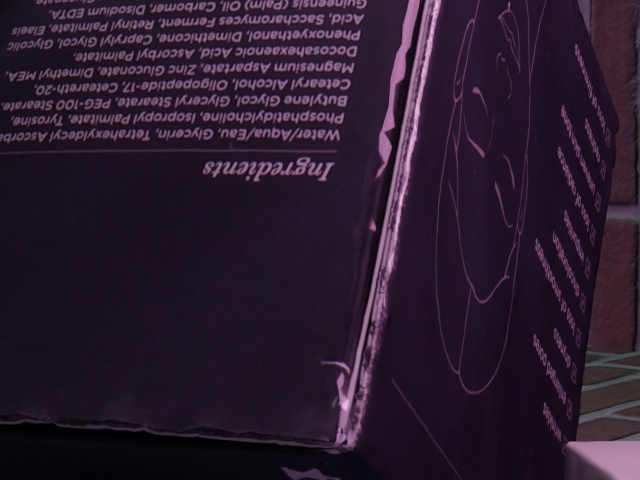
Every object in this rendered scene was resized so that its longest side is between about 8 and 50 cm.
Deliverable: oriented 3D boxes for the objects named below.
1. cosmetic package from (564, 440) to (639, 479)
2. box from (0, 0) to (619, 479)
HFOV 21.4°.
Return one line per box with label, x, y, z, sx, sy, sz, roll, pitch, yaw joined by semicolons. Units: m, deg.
cosmetic package;0.237;0.236;0.847;0.156;0.217;0.385;-1;3;-7
box;0.000;0.000;1.138;0.297;0.472;0.480;0;-28;20
